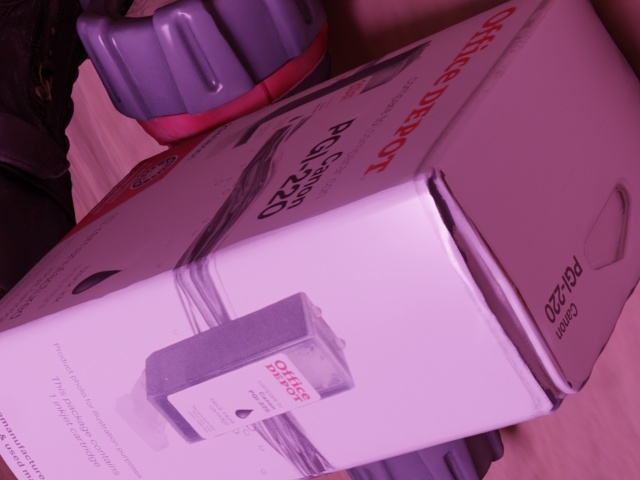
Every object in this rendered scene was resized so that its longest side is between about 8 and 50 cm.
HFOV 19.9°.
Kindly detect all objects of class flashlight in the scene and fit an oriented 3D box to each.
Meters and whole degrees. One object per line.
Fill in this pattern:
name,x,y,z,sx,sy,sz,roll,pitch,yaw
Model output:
flashlight,0.000,0.000,0.821,0.103,0.103,0.304,-7,125,31

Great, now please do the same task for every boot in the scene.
boot,-0.133,-0.046,0.795,0.263,0.091,0.229,41,-140,-74

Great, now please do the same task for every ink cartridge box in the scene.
ink cartridge box,0.000,0.009,0.643,0.218,0.158,0.092,-18,111,34
